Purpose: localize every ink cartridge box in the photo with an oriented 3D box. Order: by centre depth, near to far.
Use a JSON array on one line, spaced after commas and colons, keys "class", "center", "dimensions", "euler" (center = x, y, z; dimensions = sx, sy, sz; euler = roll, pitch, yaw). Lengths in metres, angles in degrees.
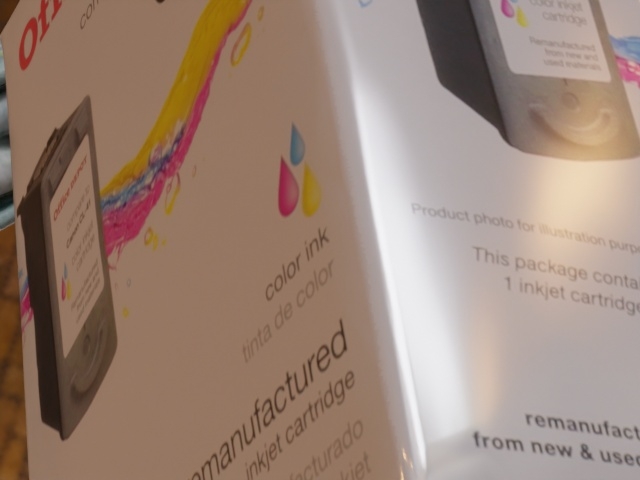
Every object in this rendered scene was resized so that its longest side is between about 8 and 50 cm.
[{"class": "ink cartridge box", "center": [0.000, 0.000, 0.625], "dimensions": [0.131, 0.306, 0.226], "euler": [9, -37, -29]}]

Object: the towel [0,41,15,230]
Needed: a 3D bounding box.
[{"class": "towel", "center": [-0.335, -0.029, 1.134], "dimensions": [0.374, 0.320, 0.090], "euler": [-27, -66, -19]}]
